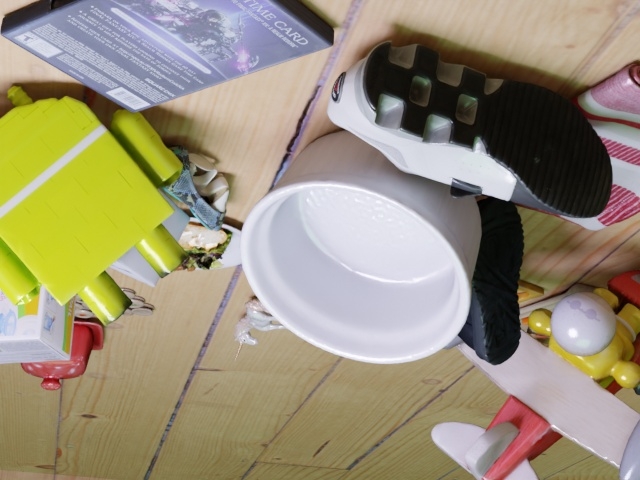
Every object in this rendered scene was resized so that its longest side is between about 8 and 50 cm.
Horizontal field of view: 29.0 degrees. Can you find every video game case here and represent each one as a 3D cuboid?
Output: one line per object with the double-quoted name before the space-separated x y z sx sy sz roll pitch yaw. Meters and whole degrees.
"video game case" -0.153 -0.208 1.236 0.274 0.026 0.196 -14 153 33

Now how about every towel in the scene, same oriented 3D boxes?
"towel" 0.337 -0.095 1.444 0.237 0.037 0.329 15 155 -26

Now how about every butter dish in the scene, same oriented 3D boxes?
"butter dish" -0.463 0.203 2.158 0.159 0.118 0.160 7 158 -7

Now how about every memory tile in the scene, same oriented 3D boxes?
"memory tile" -0.359 0.105 2.046 0.148 0.012 0.113 -4 157 16

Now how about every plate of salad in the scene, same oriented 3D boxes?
"plate of salad" -0.191 0.014 1.756 0.199 0.048 0.200 2 158 1

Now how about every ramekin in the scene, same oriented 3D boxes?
"ramekin" 0.056 0.002 1.457 0.277 0.135 0.277 13 134 14

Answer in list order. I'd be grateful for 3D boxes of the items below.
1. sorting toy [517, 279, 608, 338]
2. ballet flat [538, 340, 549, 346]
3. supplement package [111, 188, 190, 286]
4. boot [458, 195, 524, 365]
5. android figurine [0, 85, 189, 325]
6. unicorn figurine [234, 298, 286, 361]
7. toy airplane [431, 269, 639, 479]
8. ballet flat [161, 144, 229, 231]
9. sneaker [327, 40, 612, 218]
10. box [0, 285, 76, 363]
"sorting toy" 0.414 0.131 1.976 0.347 0.047 0.196 13 156 -24
"ballet flat" 0.379 0.206 2.110 0.073 0.080 0.232 -34 -164 -23
"supplement package" -0.249 -0.025 1.521 0.105 0.105 0.179 23 171 16
"boot" 0.165 0.027 1.630 0.207 0.094 0.247 29 137 44
"android figurine" -0.280 -0.045 1.382 0.273 0.248 0.056 49 175 -7
"unicorn figurine" -0.092 0.132 2.036 0.111 0.060 0.162 1 142 5
"toy airplane" 0.327 0.182 1.696 0.386 0.384 0.272 1 139 1
"ballet flat" -0.149 -0.065 1.545 0.070 0.070 0.188 -5 161 19
"sneaker" 0.159 -0.111 1.328 0.330 0.122 0.146 24 163 -20
"box" -0.398 0.053 1.669 0.114 0.203 0.103 -4 158 11
